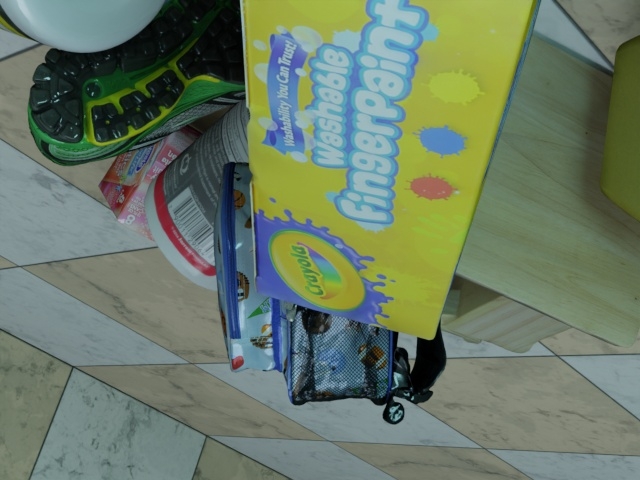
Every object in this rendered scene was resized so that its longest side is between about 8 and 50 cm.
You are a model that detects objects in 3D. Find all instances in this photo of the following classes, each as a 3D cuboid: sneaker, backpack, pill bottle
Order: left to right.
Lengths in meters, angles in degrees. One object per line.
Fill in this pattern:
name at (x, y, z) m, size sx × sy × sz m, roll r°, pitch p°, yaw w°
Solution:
pill bottle at (-0.299, -0.295, 1.026) m, size 0.334 × 0.188 × 0.188 m, roll 23°, pitch 164°, yaw 38°
sneaker at (-0.144, -0.180, 1.137) m, size 0.134 × 0.343 × 0.146 m, roll 64°, pitch 154°, yaw 2°
pill bottle at (-0.041, -0.088, 1.287) m, size 0.176 × 0.176 × 0.318 m, roll 32°, pitch 127°, yaw -31°
backpack at (0.000, 0.000, 1.092) m, size 0.213 × 0.263 × 0.276 m, roll 3°, pitch -157°, yaw -10°

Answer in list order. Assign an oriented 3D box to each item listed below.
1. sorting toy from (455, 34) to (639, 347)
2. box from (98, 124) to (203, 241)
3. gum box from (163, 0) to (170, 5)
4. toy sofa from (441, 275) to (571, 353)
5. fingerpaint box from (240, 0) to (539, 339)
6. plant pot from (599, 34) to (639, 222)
sorting toy at (0.244, -0.052, 1.192) m, size 0.257 × 0.255 × 0.089 m, roll 24°, pitch 172°, yaw -16°
box at (-0.130, -0.040, 1.529) m, size 0.300 × 0.142 × 0.154 m, roll 30°, pitch -173°, yaw -28°
gum box at (-0.167, -0.289, 1.168) m, size 0.107 × 0.062 × 0.188 m, roll 11°, pitch 156°, yaw 15°
toy sofa at (0.272, 0.021, 1.448) m, size 0.177 × 0.150 × 0.362 m, roll 18°, pitch 157°, yaw -14°
fingerpaint box at (0.075, -0.192, 0.792) m, size 0.163 × 0.371 × 0.445 m, roll 15°, pitch 152°, yaw 6°
plant pot at (0.371, -0.096, 1.000) m, size 0.212 × 0.212 × 0.187 m, roll -2°, pitch -169°, yaw -33°
